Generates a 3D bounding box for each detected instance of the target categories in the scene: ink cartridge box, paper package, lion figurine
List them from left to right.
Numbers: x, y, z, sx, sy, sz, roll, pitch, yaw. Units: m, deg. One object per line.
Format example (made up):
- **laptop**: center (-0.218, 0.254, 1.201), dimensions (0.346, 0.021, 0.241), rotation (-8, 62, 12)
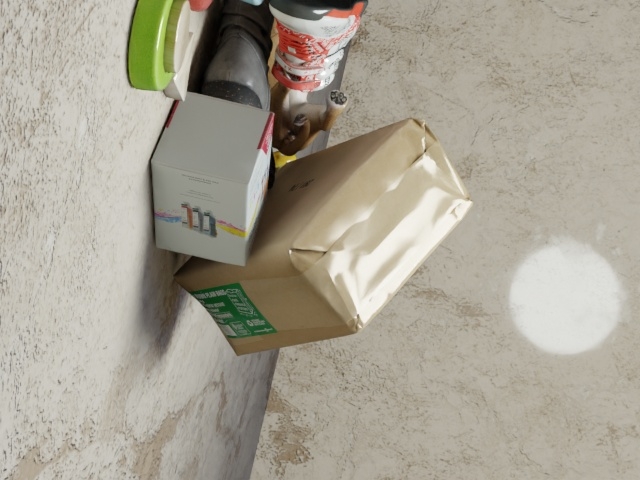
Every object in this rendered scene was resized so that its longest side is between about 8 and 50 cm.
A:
- **ink cartridge box**: center (-0.138, -0.076, 1.621), dimensions (0.176, 0.127, 0.128), rotation (98, 6, -53)
- **lion figurine**: center (-0.047, -0.251, 1.955), dimensions (0.240, 0.142, 0.392), rotation (120, -16, -48)
- **paper package**: center (0.000, 0.000, 1.804), dimensions (0.309, 0.168, 0.325), rotation (-46, -162, -32)

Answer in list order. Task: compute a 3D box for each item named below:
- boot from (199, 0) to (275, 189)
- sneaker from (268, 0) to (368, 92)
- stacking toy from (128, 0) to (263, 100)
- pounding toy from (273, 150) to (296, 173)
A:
- **boot**: center (-0.104, -0.217, 1.797), dimensions (0.338, 0.118, 0.223), rotation (106, -8, -69)
- **sneaker**: center (-0.019, -0.260, 1.659), dimensions (0.145, 0.090, 0.270), rotation (-64, 171, 19)
- **stacking toy**: center (-0.105, -0.287, 1.420), dimensions (0.309, 0.130, 0.280), rotation (4, 99, -85)
- **pounding toy**: center (-0.092, -0.100, 2.109), dimensions (0.237, 0.183, 0.110), rotation (-51, 128, -73)
